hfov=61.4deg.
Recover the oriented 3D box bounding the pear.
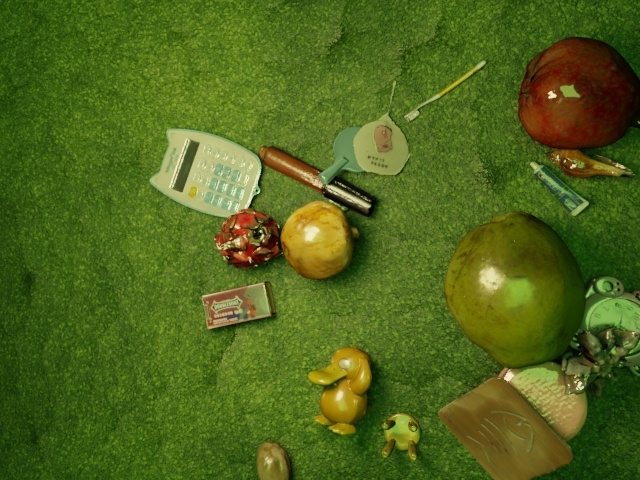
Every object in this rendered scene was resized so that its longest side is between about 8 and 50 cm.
[{"bbox_3d":[0.515,0.128,1.434,0.352,0.352,0.413,-15,81,13],"label":"pear"}]

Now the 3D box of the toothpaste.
[{"bbox_3d":[0.680,-0.157,1.551,0.197,0.035,0.057,47,114,10],"label":"toothpaste"}]

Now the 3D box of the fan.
[{"bbox_3d":[0.202,-0.353,1.666,0.182,0.010,0.310,12,82,-7],"label":"fan"}]

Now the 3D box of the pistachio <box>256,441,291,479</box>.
[{"bbox_3d":[-0.148,0.721,1.676,0.126,0.108,0.185,-9,93,36],"label":"pistachio"}]

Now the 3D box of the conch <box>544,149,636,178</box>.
[{"bbox_3d":[0.747,-0.207,1.510,0.233,0.086,0.080,23,127,15],"label":"conch"}]

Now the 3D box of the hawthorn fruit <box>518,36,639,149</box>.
[{"bbox_3d":[0.690,-0.387,1.431,0.325,0.308,0.308,-9,85,3],"label":"hawthorn fruit"}]

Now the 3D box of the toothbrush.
[{"bbox_3d":[0.382,-0.455,1.643,0.288,0.021,0.024,-35,91,10],"label":"toothbrush"}]

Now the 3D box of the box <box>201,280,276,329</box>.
[{"bbox_3d":[-0.264,0.210,1.744,0.224,0.069,0.120,-15,83,12],"label":"box"}]

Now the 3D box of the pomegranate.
[{"bbox_3d":[0.000,0.000,1.607,0.248,0.248,0.248,-1,87,14],"label":"pomegranate"}]

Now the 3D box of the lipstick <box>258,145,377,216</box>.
[{"bbox_3d":[-0.015,-0.194,1.699,0.418,0.077,0.077,29,94,15],"label":"lipstick"}]

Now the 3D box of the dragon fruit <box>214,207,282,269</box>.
[{"bbox_3d":[-0.216,-0.006,1.659,0.192,0.274,0.193,22,64,-22],"label":"dragon fruit"}]

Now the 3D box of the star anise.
[{"bbox_3d":[0.712,0.307,1.386,0.236,0.093,0.229,-36,120,6],"label":"star anise"}]

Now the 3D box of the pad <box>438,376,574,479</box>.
[{"bbox_3d":[0.503,0.536,1.492,0.286,0.018,0.284,47,133,10],"label":"pad"}]

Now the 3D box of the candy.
[{"bbox_3d":[0.608,0.441,1.508,0.255,0.094,0.255,-1,87,14],"label":"candy"}]

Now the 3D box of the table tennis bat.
[{"bbox_3d":[0.086,-0.255,1.660,0.149,0.038,0.237,45,74,4],"label":"table tennis bat"}]

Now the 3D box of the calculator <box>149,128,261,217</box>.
[{"bbox_3d":[-0.369,-0.221,1.792,0.386,0.054,0.256,20,92,17],"label":"calculator"}]

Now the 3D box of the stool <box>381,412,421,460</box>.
[{"bbox_3d":[0.237,0.576,1.584,0.134,0.110,0.135,-46,77,9],"label":"stool"}]

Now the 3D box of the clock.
[{"bbox_3d":[0.816,0.237,1.472,0.248,0.090,0.227,30,95,12],"label":"clock"}]

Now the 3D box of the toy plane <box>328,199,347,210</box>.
[{"bbox_3d":[0.051,-0.094,1.700,0.083,0.033,0.080,-15,95,12],"label":"toy plane"}]

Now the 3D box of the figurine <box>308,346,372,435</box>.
[{"bbox_3d":[0.070,0.444,1.611,0.215,0.215,0.228,-11,99,13],"label":"figurine"}]
